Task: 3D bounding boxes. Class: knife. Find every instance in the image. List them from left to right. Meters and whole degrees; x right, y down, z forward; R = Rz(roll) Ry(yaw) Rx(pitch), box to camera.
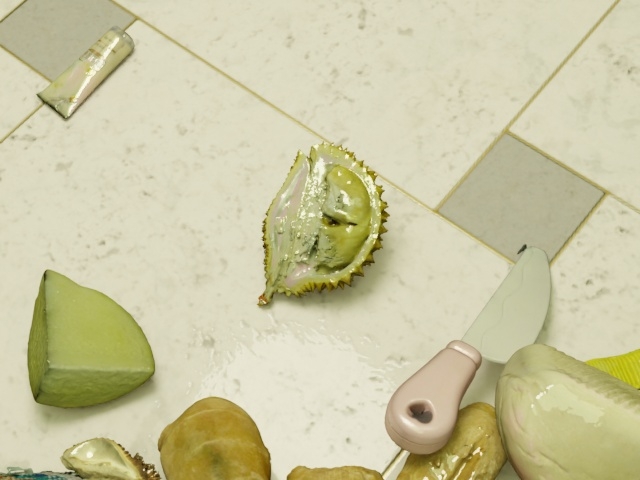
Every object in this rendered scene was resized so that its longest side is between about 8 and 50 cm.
[{"bbox_3d":[0.179,0.105,1.109,0.081,0.043,0.336,30,50,20],"label":"knife"}]

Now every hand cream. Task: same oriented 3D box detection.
[{"bbox_3d":[-0.304,-0.224,1.371,0.061,0.039,0.143,37,74,18],"label":"hand cream"}]

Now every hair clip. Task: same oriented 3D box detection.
[{"bbox_3d":[0.361,0.131,1.132,0.173,0.046,0.072,-14,66,-6],"label":"hair clip"}]

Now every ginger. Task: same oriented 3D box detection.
[{"bbox_3d":[0.008,0.300,1.007,0.363,0.122,0.348,8,47,-4],"label":"ginger"}]

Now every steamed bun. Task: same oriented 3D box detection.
[{"bbox_3d":[0.270,0.215,1.016,0.239,0.170,0.152,26,97,-3],"label":"steamed bun"}]

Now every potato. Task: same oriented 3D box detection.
[{"bbox_3d":[-0.260,0.117,1.178,0.120,0.081,0.149,10,40,-25],"label":"potato"}]

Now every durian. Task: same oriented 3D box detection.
[{"bbox_3d":[-0.208,0.259,1.078,0.140,0.071,0.110,-7,60,25],"label":"durian"},{"bbox_3d":[0.000,0.000,1.204,0.146,0.102,0.208,38,93,23],"label":"durian"}]

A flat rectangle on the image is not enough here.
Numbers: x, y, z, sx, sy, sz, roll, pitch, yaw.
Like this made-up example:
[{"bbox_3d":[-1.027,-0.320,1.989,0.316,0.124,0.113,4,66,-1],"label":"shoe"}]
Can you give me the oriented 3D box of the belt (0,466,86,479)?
[{"bbox_3d":[-0.306,0.319,0.981,0.257,0.150,0.207,-16,76,20],"label":"belt"}]
